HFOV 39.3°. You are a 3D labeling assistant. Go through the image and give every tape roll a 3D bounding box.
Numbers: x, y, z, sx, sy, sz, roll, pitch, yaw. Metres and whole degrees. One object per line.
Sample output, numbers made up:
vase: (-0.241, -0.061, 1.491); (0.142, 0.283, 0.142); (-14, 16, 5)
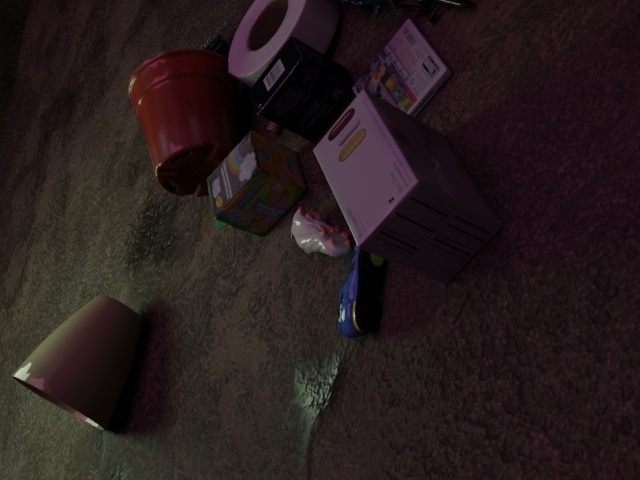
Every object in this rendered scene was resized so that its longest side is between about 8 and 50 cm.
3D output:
tape roll: (-0.087, -0.470, 2.050); (0.286, 0.100, 0.286); (-33, 42, 36)

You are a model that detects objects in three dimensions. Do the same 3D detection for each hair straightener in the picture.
hair straightener: (0.197, -0.458, 1.710); (0.230, 0.047, 0.089); (18, 113, 40)

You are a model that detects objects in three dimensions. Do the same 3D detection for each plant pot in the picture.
plant pot: (-0.304, -0.263, 2.121); (0.272, 0.272, 0.265); (-38, 53, 35)
plant pot: (-0.556, 0.276, 2.165); (0.256, 0.256, 0.274); (2, 57, 53)

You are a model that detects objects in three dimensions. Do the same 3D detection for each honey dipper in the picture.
honey dipper: (-0.075, -0.318, 2.032); (0.030, 0.030, 0.160); (25, 89, 55)

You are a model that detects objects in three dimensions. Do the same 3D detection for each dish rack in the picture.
dish rack: (-0.270, -0.478, 2.280); (0.208, 0.074, 0.271); (-36, 24, 33)

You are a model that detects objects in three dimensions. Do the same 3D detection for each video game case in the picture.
video game case: (0.154, -0.308, 1.734); (0.183, 0.023, 0.201); (-49, 40, 23)

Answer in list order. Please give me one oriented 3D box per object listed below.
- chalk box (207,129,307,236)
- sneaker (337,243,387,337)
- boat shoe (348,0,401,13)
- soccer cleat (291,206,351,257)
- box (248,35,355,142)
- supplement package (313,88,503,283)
chalk box: (-0.151, -0.104, 1.924); (0.213, 0.132, 0.132); (-44, 42, 30)
sneaker: (0.066, 0.070, 1.594); (0.082, 0.069, 0.209); (-16, 59, 52)
boat shoe: (0.089, -0.544, 1.886); (0.258, 0.089, 0.109); (31, 81, 32)
soccer cleat: (0.000, 0.000, 1.731); (0.196, 0.068, 0.076); (42, 120, 55)
box: (-0.037, -0.312, 1.864); (0.156, 0.158, 0.093); (-48, 40, 24)
supplement package: (0.137, -0.089, 1.473); (0.145, 0.204, 0.262); (-50, 39, 23)
